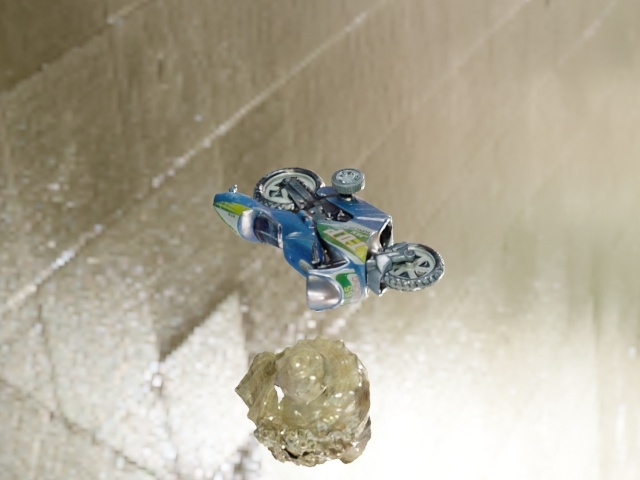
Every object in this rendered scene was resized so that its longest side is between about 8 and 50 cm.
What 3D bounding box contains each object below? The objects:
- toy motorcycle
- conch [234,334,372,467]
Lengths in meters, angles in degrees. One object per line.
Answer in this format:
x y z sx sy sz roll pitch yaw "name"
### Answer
0.000 0.000 1.577 0.135 0.254 0.092 -30 134 -29 "toy motorcycle"
-0.013 0.220 2.063 0.163 0.178 0.245 -51 143 -17 "conch"
